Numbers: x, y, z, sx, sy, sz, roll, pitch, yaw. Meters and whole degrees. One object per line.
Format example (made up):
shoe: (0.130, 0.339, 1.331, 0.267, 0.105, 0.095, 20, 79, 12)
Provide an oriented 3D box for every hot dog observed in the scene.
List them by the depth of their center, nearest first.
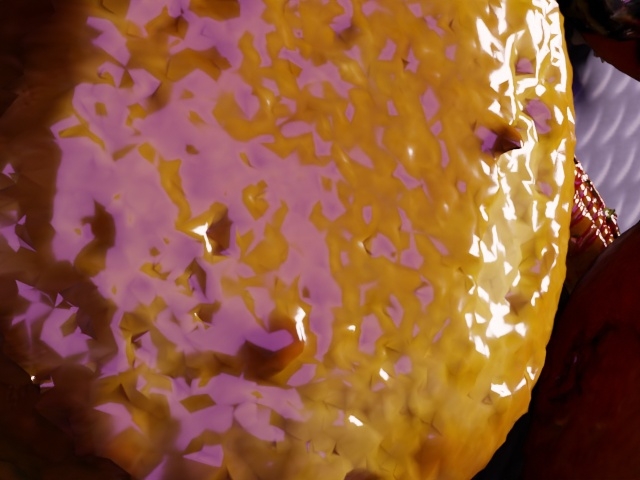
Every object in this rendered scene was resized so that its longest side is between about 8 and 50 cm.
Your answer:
hot dog: (0.163, -0.016, 1.040, 0.062, 0.038, 0.144, -41, 109, -44)

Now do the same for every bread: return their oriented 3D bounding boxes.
bread: (-0.053, -0.022, 0.666, 0.337, 0.204, 0.358, 25, 74, -23)

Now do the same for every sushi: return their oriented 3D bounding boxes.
sushi: (0.186, -0.191, 1.074, 0.097, 0.103, 0.226, -51, 122, -11)

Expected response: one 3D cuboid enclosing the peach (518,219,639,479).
peach: (0.296, 0.138, 0.919, 0.353, 0.339, 0.416, 40, 50, -36)
